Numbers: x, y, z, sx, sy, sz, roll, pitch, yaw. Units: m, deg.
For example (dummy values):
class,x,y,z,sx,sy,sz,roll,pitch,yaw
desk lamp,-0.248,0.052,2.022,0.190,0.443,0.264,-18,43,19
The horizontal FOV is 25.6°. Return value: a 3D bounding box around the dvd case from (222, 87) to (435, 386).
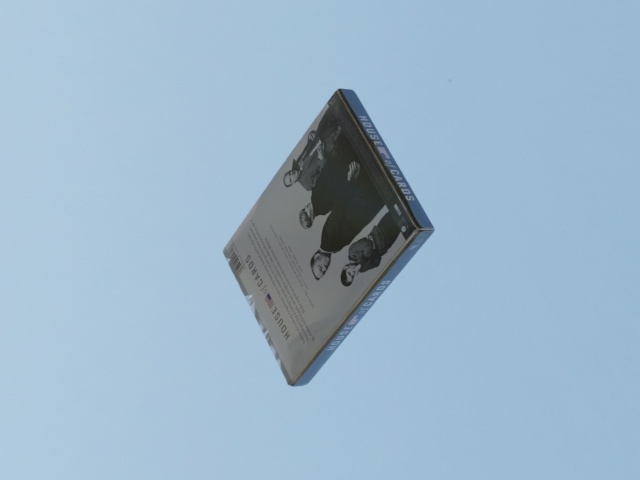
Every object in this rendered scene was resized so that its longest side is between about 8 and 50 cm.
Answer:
class,x,y,z,sx,sy,sz,roll,pitch,yaw
dvd case,0.000,0.000,1.356,0.238,0.030,0.179,-53,-128,36
